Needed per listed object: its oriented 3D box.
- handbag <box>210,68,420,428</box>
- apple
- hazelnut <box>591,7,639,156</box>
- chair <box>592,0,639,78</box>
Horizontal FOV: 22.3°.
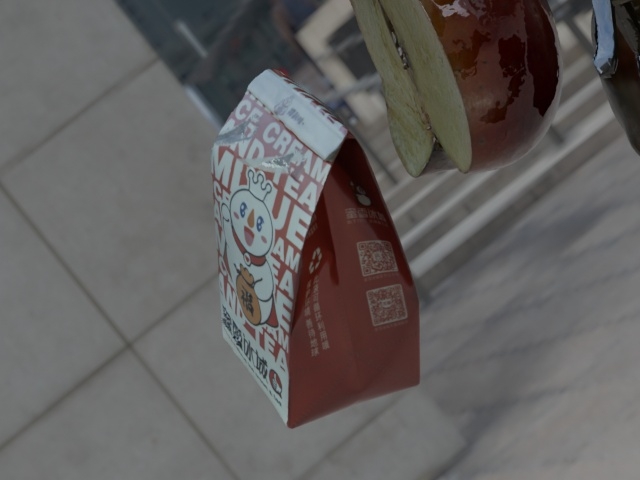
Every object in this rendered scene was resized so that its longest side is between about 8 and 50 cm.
[{"bbox_3d":[0.000,0.000,1.465,0.151,0.298,0.171,-15,37,-22],"label":"handbag"},{"bbox_3d":[0.133,-0.248,1.956,0.328,0.365,0.295,-23,-2,39],"label":"apple"},{"bbox_3d":[0.521,-0.250,1.930,0.421,0.421,0.353,-38,21,8],"label":"hazelnut"},{"bbox_3d":[0.319,-0.237,1.339,0.186,0.160,0.319,-18,48,25],"label":"chair"}]
